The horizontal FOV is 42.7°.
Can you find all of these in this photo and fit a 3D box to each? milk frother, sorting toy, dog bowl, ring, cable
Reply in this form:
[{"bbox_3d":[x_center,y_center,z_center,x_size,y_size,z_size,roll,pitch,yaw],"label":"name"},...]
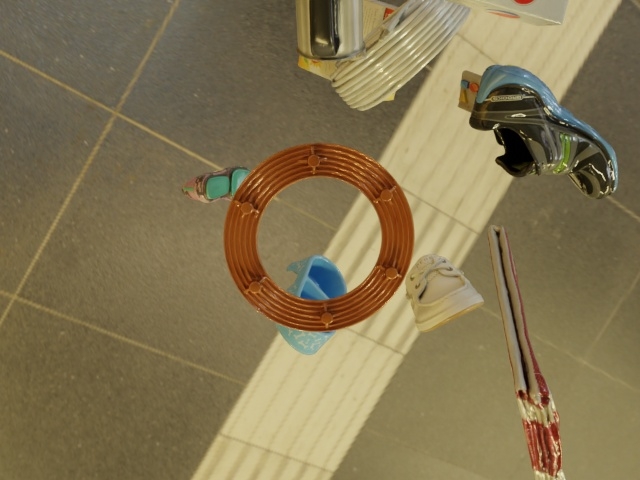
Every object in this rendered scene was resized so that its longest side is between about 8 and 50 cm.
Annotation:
[{"bbox_3d":[-0.027,-0.277,0.926,0.129,0.143,0.135,-52,147,-48],"label":"milk frother"},{"bbox_3d":[0.248,-0.236,1.318,0.012,0.083,0.062,-4,114,-26],"label":"sorting toy"},{"bbox_3d":[-0.017,0.145,1.993,0.074,0.297,0.166,-35,108,29],"label":"dog bowl"},{"bbox_3d":[0.000,0.000,1.419,0.336,0.032,0.337,-1,100,-4],"label":"ring"},{"bbox_3d":[0.128,-0.314,1.303,0.257,0.257,0.089,-44,100,-17],"label":"cable"}]

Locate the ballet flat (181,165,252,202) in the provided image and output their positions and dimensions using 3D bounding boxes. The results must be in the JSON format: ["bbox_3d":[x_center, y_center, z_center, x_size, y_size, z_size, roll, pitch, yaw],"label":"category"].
[{"bbox_3d":[-0.208,-0.116,1.690,0.221,0.079,0.077,-16,113,-62],"label":"ballet flat"}]

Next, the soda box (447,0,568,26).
[{"bbox_3d":[0.219,-0.341,1.072,0.216,0.069,0.074,10,99,-18],"label":"soda box"}]

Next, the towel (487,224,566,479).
[{"bbox_3d":[0.235,0.175,0.890,0.037,0.237,0.329,-12,129,12],"label":"towel"}]

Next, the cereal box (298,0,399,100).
[{"bbox_3d":[0.063,-0.391,1.604,0.047,0.240,0.173,-14,125,-44],"label":"cereal box"}]

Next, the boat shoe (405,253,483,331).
[{"bbox_3d":[0.166,0.069,1.213,0.098,0.277,0.096,-24,90,-2],"label":"boat shoe"}]

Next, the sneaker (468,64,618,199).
[{"bbox_3d":[0.199,-0.086,0.742,0.188,0.067,0.078,29,90,-33],"label":"sneaker"}]
